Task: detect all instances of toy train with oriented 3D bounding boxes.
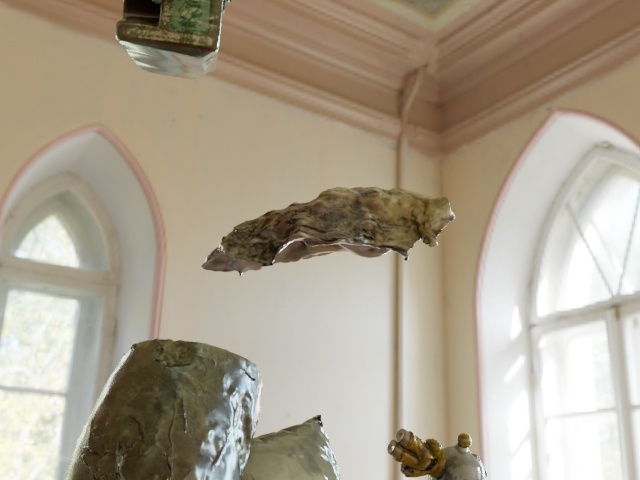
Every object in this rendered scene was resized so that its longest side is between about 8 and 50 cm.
[{"bbox_3d":[-0.174,-0.286,0.994,0.129,0.159,0.326,7,5,-10],"label":"toy train"}]

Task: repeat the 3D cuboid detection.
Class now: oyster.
[{"bbox_3d":[-0.003,-0.011,1.032,0.275,0.100,0.271,-3,12,43],"label":"oyster"}]

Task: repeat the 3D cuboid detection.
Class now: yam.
[{"bbox_3d":[-0.134,0.196,0.670,0.154,0.254,0.154,7,-42,6],"label":"yam"}]

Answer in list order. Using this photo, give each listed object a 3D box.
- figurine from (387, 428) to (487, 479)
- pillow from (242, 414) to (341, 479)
[{"bbox_3d":[0.157,0.291,1.053,0.101,0.143,0.068,-31,18,1],"label":"figurine"},{"bbox_3d":[-0.016,0.298,0.806,0.148,0.229,0.050,-3,-21,-46],"label":"pillow"}]
